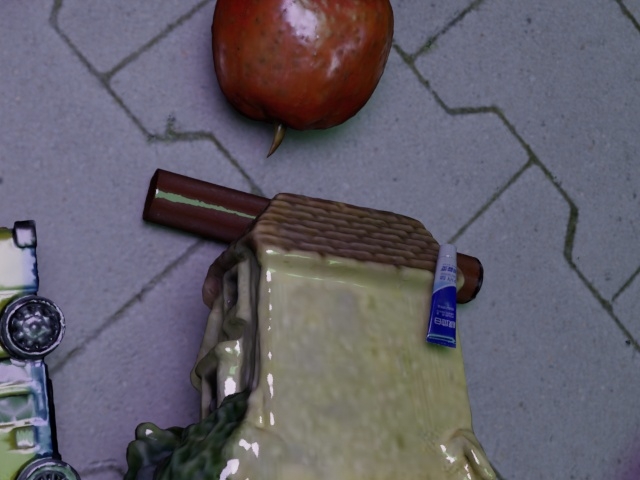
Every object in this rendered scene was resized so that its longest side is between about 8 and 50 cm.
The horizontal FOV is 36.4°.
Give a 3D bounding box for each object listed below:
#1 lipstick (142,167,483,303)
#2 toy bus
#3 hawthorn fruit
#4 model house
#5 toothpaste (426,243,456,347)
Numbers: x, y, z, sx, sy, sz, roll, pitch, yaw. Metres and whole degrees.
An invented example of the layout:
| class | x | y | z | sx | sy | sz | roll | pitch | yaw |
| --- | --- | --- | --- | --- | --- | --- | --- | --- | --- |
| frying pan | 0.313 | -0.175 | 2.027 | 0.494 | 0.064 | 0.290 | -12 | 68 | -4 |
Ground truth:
| class | x | y | z | sx | sy | sz | roll | pitch | yaw |
| --- | --- | --- | --- | --- | --- | --- | --- | --- | --- |
| lipstick | 0.000 | 0.000 | 0.986 | 0.356 | 0.057 | 0.057 | 16 | 76 | -17 |
| toy bus | -0.302 | 0.133 | 0.810 | 0.175 | 0.138 | 0.288 | -5 | 84 | -22 |
| hawthorn fruit | -0.022 | -0.177 | 0.949 | 0.179 | 0.179 | 0.200 | 8 | 92 | -19 |
| model house | -0.035 | 0.111 | 0.833 | 0.261 | 0.321 | 0.266 | 8 | 67 | -21 |
| toothpaste | 0.095 | 0.042 | 0.744 | 0.024 | 0.015 | 0.083 | 15 | 61 | -11 |
